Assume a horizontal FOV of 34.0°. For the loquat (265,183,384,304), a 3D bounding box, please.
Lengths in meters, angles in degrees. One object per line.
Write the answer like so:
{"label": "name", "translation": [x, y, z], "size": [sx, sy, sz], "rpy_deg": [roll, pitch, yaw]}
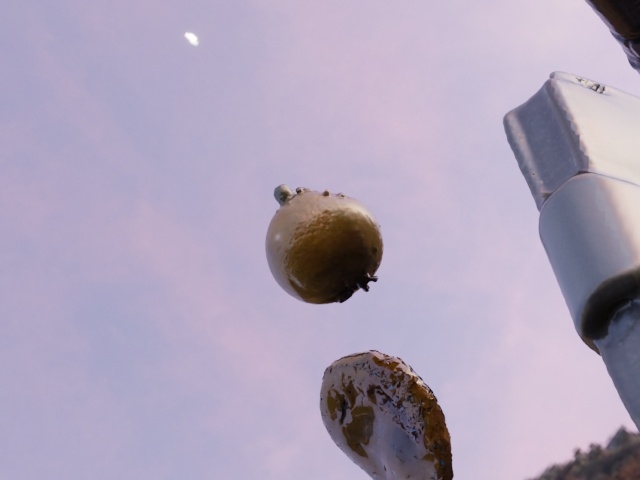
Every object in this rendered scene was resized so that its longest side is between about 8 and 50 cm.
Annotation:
{"label": "loquat", "translation": [0.000, 0.000, 1.505], "size": [0.172, 0.204, 0.149], "rpy_deg": [-33, -9, -10]}

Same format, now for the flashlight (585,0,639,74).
{"label": "flashlight", "translation": [0.409, -0.304, 1.375], "size": [0.424, 0.103, 0.103], "rpy_deg": [26, -84, -49]}

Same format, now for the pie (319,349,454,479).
{"label": "pie", "translation": [0.107, 0.291, 1.616], "size": [0.069, 0.273, 0.273], "rpy_deg": [-30, -51, -39]}

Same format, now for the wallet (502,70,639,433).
{"label": "wallet", "translation": [0.251, 0.041, 0.657], "size": [0.252, 0.360, 0.083], "rpy_deg": [17, -52, -24]}
